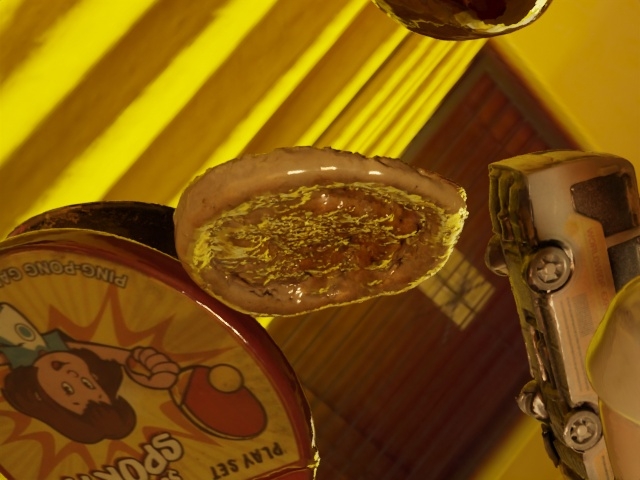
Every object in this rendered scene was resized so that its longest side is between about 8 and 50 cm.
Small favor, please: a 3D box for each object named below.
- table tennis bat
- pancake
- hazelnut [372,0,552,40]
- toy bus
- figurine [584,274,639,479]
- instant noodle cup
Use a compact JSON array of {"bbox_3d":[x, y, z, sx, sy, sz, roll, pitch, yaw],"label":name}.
[{"bbox_3d":[-0.108,0.164,0.714,0.415,0.268,0.051,54,28,-18],"label":"table tennis bat"},{"bbox_3d":[0.000,0.000,0.445,0.139,0.139,0.022,49,28,-52],"label":"pancake"},{"bbox_3d":[0.133,-0.307,0.938,0.229,0.229,0.229,39,-7,6],"label":"hazelnut"},{"bbox_3d":[0.251,0.081,0.905,0.097,0.138,0.342,-142,-144,-73],"label":"toy bus"},{"bbox_3d":[0.306,0.057,0.524,0.196,0.323,0.320,54,-36,35],"label":"figurine"},{"bbox_3d":[-0.203,0.094,0.960,0.217,0.217,0.207,55,27,-65],"label":"instant noodle cup"}]
